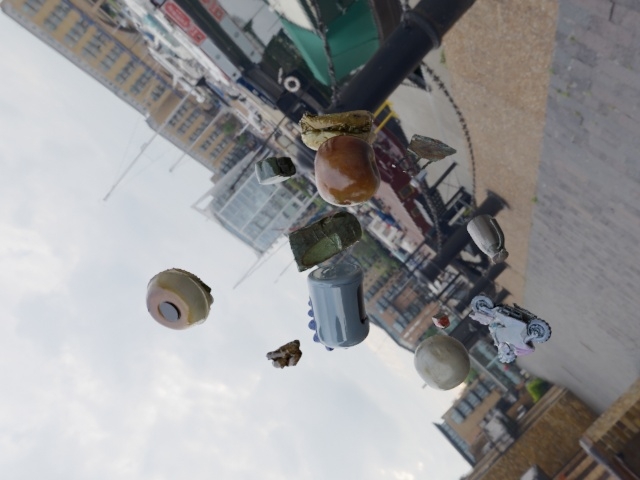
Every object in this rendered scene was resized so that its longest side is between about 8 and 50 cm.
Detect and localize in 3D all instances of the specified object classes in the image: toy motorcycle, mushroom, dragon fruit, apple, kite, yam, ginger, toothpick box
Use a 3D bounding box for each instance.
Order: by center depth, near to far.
[{"bbox_3d":[0.252,-0.217,1.197,0.127,0.016,0.229,27,-138,25],"label":"kite"},{"bbox_3d":[0.572,0.293,1.468,0.108,0.204,0.239,-11,-149,-33],"label":"toy motorcycle"},{"bbox_3d":[0.000,0.000,1.582,0.154,0.254,0.154,52,160,29],"label":"yam"},{"bbox_3d":[0.098,-0.246,1.662,0.253,0.253,0.253,42,-176,-4],"label":"apple"},{"bbox_3d":[0.458,0.452,1.747,0.206,0.206,0.209,44,-163,27],"label":"mushroom"},{"bbox_3d":[0.497,0.335,1.935,0.083,0.056,0.060,-174,60,-82],"label":"dragon fruit"},{"bbox_3d":[0.070,0.294,1.959,0.263,0.263,0.354,-123,23,-75],"label":"toothpick box"},{"bbox_3d":[-0.145,0.492,1.987,0.103,0.162,0.073,67,-173,14],"label":"ginger"}]

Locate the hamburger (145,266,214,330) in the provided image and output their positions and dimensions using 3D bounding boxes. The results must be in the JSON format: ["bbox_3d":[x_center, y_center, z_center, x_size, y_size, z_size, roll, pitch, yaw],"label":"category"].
[{"bbox_3d":[-0.473,0.198,1.561,0.237,0.237,0.147,41,-149,-7],"label":"hamburger"}]

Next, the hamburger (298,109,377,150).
[{"bbox_3d":[0.073,-0.436,1.858,0.319,0.158,0.318,1,-162,0],"label":"hamburger"}]

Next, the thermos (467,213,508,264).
[{"bbox_3d":[0.645,-0.011,1.775,0.193,0.105,0.137,-103,13,-45],"label":"thermos"}]

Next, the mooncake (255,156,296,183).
[{"bbox_3d":[-0.188,-0.300,1.975,0.175,0.168,0.104,-166,65,-86],"label":"mooncake"}]
